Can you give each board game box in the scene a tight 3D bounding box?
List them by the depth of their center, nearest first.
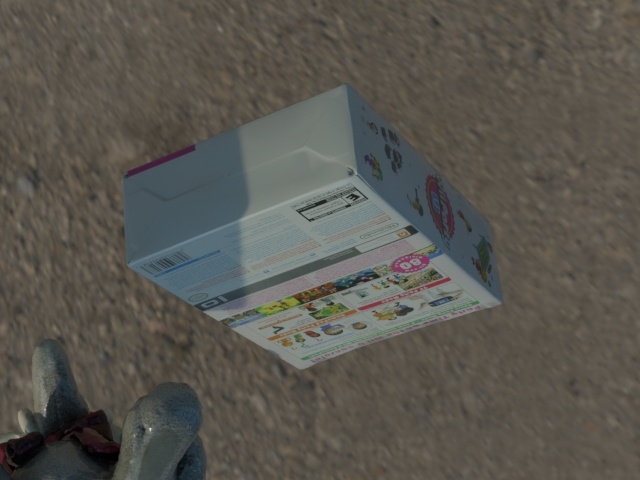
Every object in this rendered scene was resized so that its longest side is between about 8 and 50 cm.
[{"bbox_3d":[0.000,0.000,1.480,0.224,0.097,0.303,-19,149,21],"label":"board game box"}]

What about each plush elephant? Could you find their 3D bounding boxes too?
[{"bbox_3d":[-0.251,0.224,1.663,0.272,0.255,0.330,-10,123,-7],"label":"plush elephant"}]

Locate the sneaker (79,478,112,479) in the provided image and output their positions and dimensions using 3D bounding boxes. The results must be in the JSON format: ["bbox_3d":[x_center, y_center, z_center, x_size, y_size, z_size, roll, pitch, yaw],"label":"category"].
[{"bbox_3d":[-0.173,0.126,0.608,0.222,0.118,0.083,-16,78,29],"label":"sneaker"}]
